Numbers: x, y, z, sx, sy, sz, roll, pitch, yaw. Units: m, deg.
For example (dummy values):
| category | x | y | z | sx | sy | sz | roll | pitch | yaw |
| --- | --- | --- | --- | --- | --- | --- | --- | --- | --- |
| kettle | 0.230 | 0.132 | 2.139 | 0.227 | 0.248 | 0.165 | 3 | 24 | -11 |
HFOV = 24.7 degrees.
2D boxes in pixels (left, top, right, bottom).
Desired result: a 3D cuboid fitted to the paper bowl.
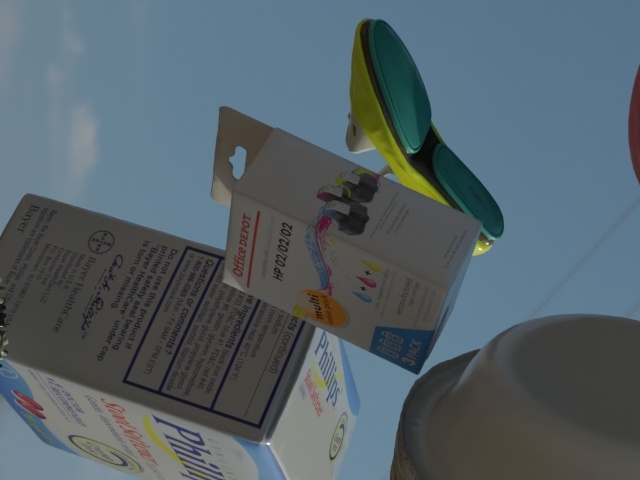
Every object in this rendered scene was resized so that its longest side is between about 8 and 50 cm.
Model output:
| category | x | y | z | sx | sy | sz | roll | pitch | yaw |
| --- | --- | --- | --- | --- | --- | --- | --- | --- | --- |
| paper bowl | 0.190 | 0.153 | 0.971 | 0.284 | 0.284 | 0.148 | -131 | -138 | -54 |

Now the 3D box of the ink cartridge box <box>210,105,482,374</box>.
| category | x | y | z | sx | sy | sz | roll | pitch | yaw |
| --- | --- | --- | --- | --- | --- | --- | --- | --- | --- |
| ink cartridge box | 0.000 | 0.000 | 0.917 | 0.061 | 0.181 | 0.104 | -58 | 168 | -34 |

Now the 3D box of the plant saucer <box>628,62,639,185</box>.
| category | x | y | z | sx | sy | sz | roll | pitch | yaw |
| --- | --- | --- | --- | --- | --- | --- | --- | --- | --- |
| plant saucer | 0.479 | -0.164 | 1.607 | 0.332 | 0.084 | 0.332 | -37 | -135 | 49 |

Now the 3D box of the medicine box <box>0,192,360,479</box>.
| category | x | y | z | sx | sy | sz | roll | pitch | yaw |
| --- | --- | --- | --- | --- | --- | --- | --- | --- | --- |
| medicine box | -0.130 | 0.114 | 1.282 | 0.263 | 0.289 | 0.149 | 74 | 37 | -62 |

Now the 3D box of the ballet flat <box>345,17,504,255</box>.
| category | x | y | z | sx | sy | sz | roll | pitch | yaw |
| --- | --- | --- | --- | --- | --- | --- | --- | --- | --- |
| ballet flat | 0.067 | -0.073 | 1.193 | 0.077 | 0.231 | 0.077 | -16 | -149 | 33 |

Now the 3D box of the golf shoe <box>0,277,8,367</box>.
| category | x | y | z | sx | sy | sz | roll | pitch | yaw |
| --- | --- | --- | --- | --- | --- | --- | --- | --- | --- |
| golf shoe | -0.306 | 0.025 | 1.091 | 0.105 | 0.120 | 0.273 | -9 | 95 | -79 |
